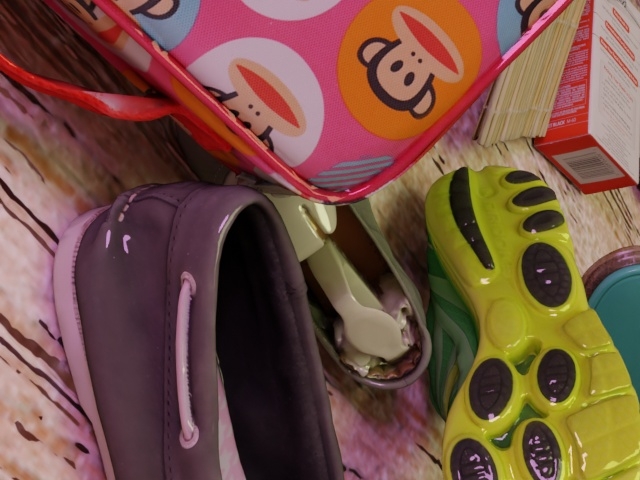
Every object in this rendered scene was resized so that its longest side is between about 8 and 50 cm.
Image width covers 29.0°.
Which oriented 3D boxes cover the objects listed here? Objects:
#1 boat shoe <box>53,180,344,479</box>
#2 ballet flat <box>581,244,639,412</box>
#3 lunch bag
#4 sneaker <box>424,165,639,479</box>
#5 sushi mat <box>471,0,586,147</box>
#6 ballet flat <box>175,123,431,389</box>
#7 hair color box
[{"bbox_3d":[-0.029,0.136,0.556,0.112,0.095,0.335,-26,102,-54],"label":"boat shoe"},{"bbox_3d":[0.279,0.113,0.996,0.342,0.116,0.124,56,21,-29],"label":"ballet flat"},{"bbox_3d":[-0.037,-0.158,0.512,0.258,0.120,0.293,-47,111,-5],"label":"lunch bag"},{"bbox_3d":[0.118,0.086,0.719,0.123,0.109,0.295,82,6,-46],"label":"sneaker"},{"bbox_3d":[0.181,-0.217,0.851,0.151,0.019,0.317,-19,130,-61],"label":"sushi mat"},{"bbox_3d":[0.000,0.000,0.645,0.213,0.072,0.068,53,12,-34],"label":"ballet flat"},{"bbox_3d":[0.222,-0.134,1.015,0.093,0.053,0.167,35,56,-43],"label":"hair color box"}]
